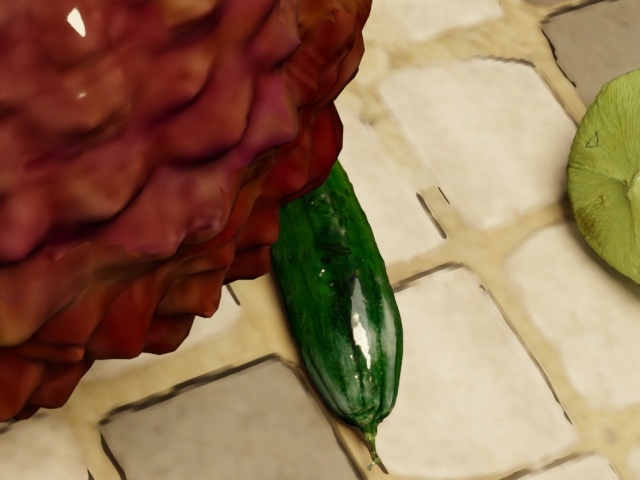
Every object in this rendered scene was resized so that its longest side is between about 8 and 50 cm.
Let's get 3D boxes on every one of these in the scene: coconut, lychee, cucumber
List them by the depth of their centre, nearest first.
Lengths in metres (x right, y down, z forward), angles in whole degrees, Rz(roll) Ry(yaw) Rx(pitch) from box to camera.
[{"bbox_3d":[-0.140,-0.085,0.495,0.330,0.306,0.306,-31,71,-8],"label":"lychee"},{"bbox_3d":[0.000,0.000,0.647,0.039,0.039,0.168,-7,59,-23],"label":"cucumber"},{"bbox_3d":[0.132,-0.022,0.680,0.096,0.088,0.088,-4,55,-56],"label":"coconut"}]
